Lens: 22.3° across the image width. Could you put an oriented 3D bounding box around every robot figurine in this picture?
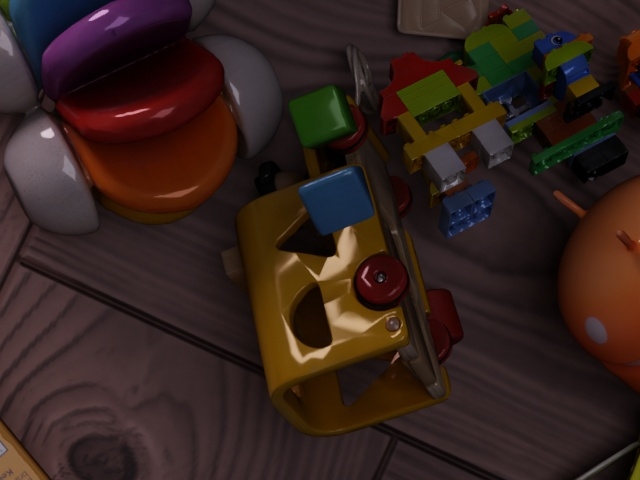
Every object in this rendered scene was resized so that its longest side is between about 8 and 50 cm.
[{"bbox_3d":[0.226,0.043,0.940,0.219,0.128,0.158,37,48,-23],"label":"robot figurine"}]

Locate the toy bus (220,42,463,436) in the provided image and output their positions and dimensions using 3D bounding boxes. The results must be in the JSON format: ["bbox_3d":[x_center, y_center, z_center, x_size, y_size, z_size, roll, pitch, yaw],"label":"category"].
[{"bbox_3d":[0.001,0.008,0.906,0.104,0.202,0.191,-20,103,11],"label":"toy bus"}]

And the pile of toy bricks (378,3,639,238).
[{"bbox_3d":[0.123,-0.094,0.954,0.212,0.118,0.105,-27,66,-14],"label":"pile of toy bricks"}]

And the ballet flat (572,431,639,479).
[{"bbox_3d":[0.153,0.198,0.977,0.077,0.077,0.231,40,77,12],"label":"ballet flat"}]

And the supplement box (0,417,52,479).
[{"bbox_3d":[-0.174,0.159,0.889,0.080,0.078,0.233,-41,98,-11],"label":"supplement box"}]

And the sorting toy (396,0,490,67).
[{"bbox_3d":[0.074,-0.138,0.985,0.062,0.012,0.083,5,85,-18],"label":"sorting toy"}]

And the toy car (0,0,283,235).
[{"bbox_3d":[-0.109,-0.095,0.877,0.159,0.136,0.182,-27,95,-12],"label":"toy car"}]
